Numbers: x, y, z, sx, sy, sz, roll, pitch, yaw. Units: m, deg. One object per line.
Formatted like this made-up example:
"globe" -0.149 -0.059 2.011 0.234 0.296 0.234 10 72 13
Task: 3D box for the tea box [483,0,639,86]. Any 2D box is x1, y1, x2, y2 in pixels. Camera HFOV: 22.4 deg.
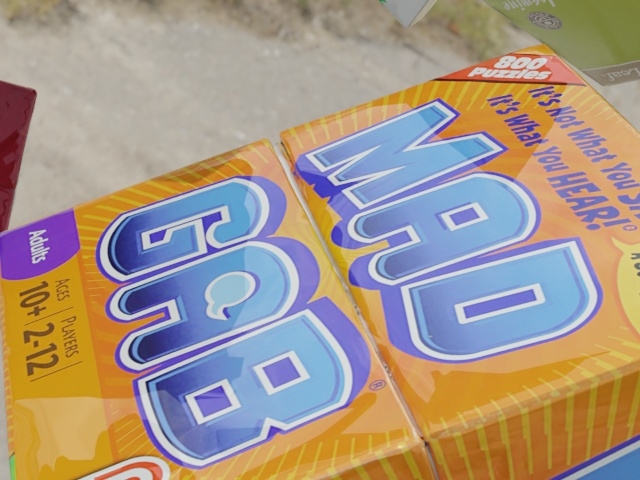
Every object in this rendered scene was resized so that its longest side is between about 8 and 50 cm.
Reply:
"tea box" 0.312 -0.330 1.530 0.323 0.329 0.220 31 67 -33

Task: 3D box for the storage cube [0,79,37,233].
"storage cube" -0.378 -0.059 1.402 0.193 0.184 0.215 14 -9 -25

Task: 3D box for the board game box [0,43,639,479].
"board game box" 0.054 0.158 0.897 0.356 0.356 0.356 -19 27 -4

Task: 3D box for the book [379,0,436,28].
"book" 0.064 -0.222 1.072 0.096 0.144 0.035 45 48 6
